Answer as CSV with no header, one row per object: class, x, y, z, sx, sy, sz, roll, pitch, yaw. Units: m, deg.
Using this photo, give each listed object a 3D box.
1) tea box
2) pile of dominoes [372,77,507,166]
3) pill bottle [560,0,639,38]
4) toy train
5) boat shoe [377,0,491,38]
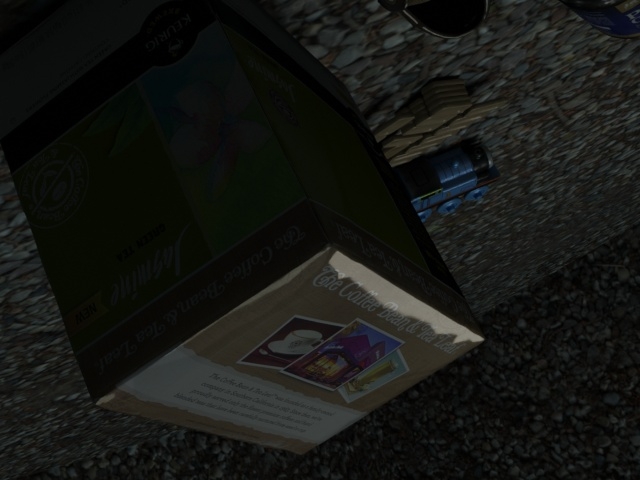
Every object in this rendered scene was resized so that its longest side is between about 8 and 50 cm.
tea box,-0.067,-0.022,0.970,0.220,0.323,0.329,-35,151,14
pile of dominoes,0.106,-0.148,1.538,0.196,0.040,0.251,-13,169,-39
pill bottle,0.289,-0.283,1.145,0.123,0.123,0.219,-31,164,24
toy train,0.188,-0.090,1.742,0.184,0.080,0.105,-22,159,-9
boat shoe,0.078,-0.255,0.897,0.132,0.130,0.355,-29,164,17
